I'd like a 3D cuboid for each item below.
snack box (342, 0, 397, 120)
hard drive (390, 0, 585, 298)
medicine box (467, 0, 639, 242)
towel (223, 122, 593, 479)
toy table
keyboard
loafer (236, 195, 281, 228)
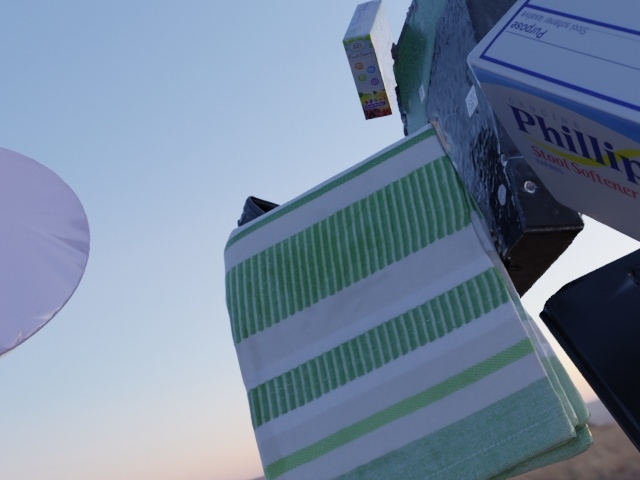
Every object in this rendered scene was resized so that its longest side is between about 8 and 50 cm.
[{"bbox_3d":[0.064,-0.217,1.115,0.037,0.100,0.141,-12,28,17],"label":"snack box"},{"bbox_3d":[0.145,-0.110,0.901,0.064,0.339,0.237,-4,-25,-12],"label":"hard drive"},{"bbox_3d":[0.283,-0.125,0.525,0.289,0.263,0.149,-48,-53,-4],"label":"medicine box"},{"bbox_3d":[0.046,0.072,0.773,0.248,0.324,0.038,-27,-38,10],"label":"towel"},{"bbox_3d":[-0.322,0.044,0.710,0.161,0.252,0.274,-33,-13,37],"label":"toy table"},{"bbox_3d":[0.321,0.116,0.686,0.202,0.317,0.033,-24,-41,-6],"label":"keyboard"},{"bbox_3d":[0.000,0.000,1.092,0.223,0.078,0.076,14,19,25],"label":"loafer"}]
